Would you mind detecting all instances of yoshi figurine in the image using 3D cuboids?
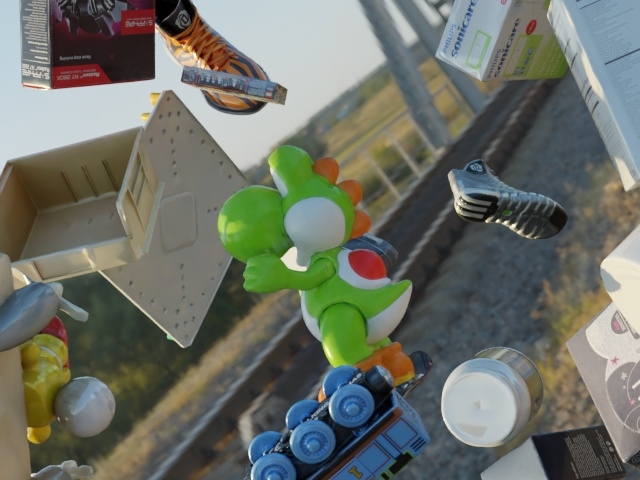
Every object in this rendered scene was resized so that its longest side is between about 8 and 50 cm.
[{"bbox_3d":[-0.023,0.057,1.629,0.203,0.362,0.203,-19,-5,-28],"label":"yoshi figurine"}]

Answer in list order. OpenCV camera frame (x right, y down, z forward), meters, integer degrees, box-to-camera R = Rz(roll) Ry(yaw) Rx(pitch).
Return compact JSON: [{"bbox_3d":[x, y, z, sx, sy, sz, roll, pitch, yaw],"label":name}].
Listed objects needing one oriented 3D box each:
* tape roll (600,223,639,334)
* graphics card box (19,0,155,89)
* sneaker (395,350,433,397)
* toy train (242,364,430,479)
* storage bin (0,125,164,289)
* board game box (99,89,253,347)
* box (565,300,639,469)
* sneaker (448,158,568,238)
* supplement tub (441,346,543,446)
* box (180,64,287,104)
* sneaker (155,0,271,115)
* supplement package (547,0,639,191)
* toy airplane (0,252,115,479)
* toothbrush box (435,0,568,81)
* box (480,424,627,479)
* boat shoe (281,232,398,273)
[{"bbox_3d":[0.468,0.090,1.410,0.100,0.286,0.286,-43,4,-7],"label":"tape roll"},{"bbox_3d":[-0.385,-0.442,1.992,0.094,0.371,0.233,13,18,39],"label":"graphics card box"},{"bbox_3d":[0.160,0.291,2.399,0.178,0.072,0.077,-35,-18,12],"label":"sneaker"},{"bbox_3d":[0.011,0.200,1.133,0.184,0.105,0.080,-42,14,5],"label":"toy train"},{"bbox_3d":[-0.422,-0.051,2.041,0.262,0.123,0.260,-13,33,10],"label":"storage bin"},{"bbox_3d":[-0.305,-0.041,2.434,0.050,0.390,0.390,7,62,34],"label":"board game box"},{"bbox_3d":[0.486,0.200,1.713,0.163,0.142,0.247,-48,33,24],"label":"box"},{"bbox_3d":[0.319,-0.085,2.073,0.086,0.229,0.132,-56,35,31],"label":"sneaker"},{"bbox_3d":[0.281,0.257,1.968,0.144,0.144,0.200,-36,-9,18],"label":"supplement tub"},{"bbox_3d":[-0.121,-0.220,1.703,0.094,0.137,0.027,-18,-60,-82],"label":"box"},{"bbox_3d":[-0.232,-0.369,2.305,0.124,0.321,0.180,-48,-30,-7],"label":"sneaker"},{"bbox_3d":[0.379,-0.200,1.404,0.139,0.244,0.134,-22,-7,4],"label":"supplement package"},{"bbox_3d":[-0.430,0.241,1.691,0.272,0.384,0.386,3,-18,-1],"label":"toy airplane"},{"bbox_3d":[0.367,-0.411,2.203,0.283,0.122,0.206,-9,-54,-47],"label":"toothbrush box"},{"bbox_3d":[0.368,0.371,1.902,0.158,0.093,0.156,-3,-31,-31],"label":"box"},{"bbox_3d":[0.000,0.000,2.011,0.301,0.108,0.102,20,55,42],"label":"boat shoe"}]
